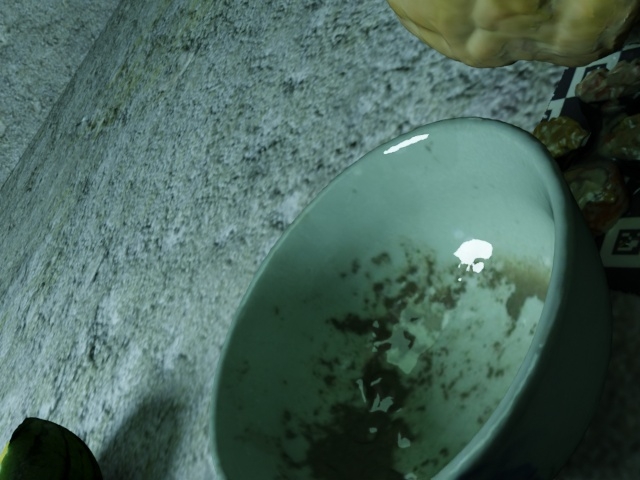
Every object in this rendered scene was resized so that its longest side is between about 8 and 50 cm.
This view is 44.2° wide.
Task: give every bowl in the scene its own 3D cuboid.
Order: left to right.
[{"bbox_3d":[0.074,0.076,0.516,0.289,0.146,0.289,-35,34,29],"label":"bowl"}]

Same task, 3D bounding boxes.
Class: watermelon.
[{"bbox_3d":[-0.289,0.299,0.805,0.204,0.127,0.232,110,172,-52],"label":"watermelon"}]

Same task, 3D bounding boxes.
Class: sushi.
[{"bbox_3d":[0.207,-0.073,0.575,0.193,0.040,0.210,15,73,57],"label":"sushi"}]

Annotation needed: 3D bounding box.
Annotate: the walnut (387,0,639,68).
[{"bbox_3d":[0.168,-0.265,0.570,0.277,0.313,0.252,-41,64,-8],"label":"walnut"}]
